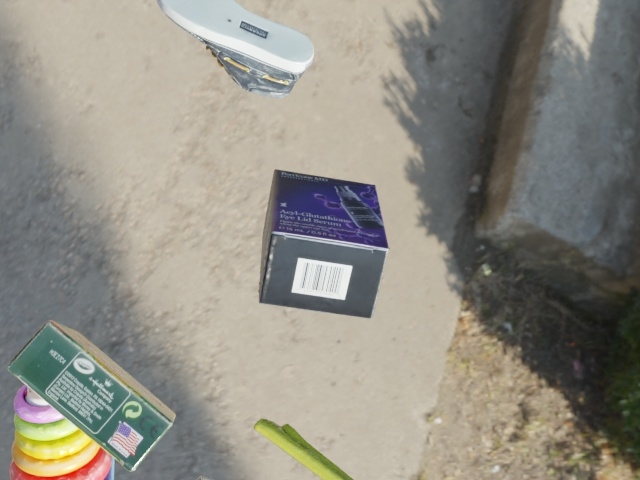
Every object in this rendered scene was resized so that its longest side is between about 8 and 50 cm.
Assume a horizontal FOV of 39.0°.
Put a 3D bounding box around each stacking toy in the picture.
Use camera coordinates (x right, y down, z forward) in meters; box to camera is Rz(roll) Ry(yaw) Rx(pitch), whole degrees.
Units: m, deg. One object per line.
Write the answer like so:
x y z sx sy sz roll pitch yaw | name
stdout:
-0.429 0.281 1.448 0.166 0.175 0.302 -5 119 -9 | stacking toy

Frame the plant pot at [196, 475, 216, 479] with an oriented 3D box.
-0.170 0.474 1.518 0.096 0.109 0.109 12 33 -33 | plant pot

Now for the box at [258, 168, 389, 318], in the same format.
0.000 0.000 1.211 0.153 0.108 0.207 8 27 -7 | box

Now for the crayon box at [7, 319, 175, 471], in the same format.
-0.300 0.210 1.240 0.202 0.318 0.081 40 78 -1 | crayon box

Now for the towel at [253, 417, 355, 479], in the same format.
0.056 0.207 0.677 0.237 0.102 0.021 33 78 15 | towel

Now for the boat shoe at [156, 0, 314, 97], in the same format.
-0.103 -0.219 1.008 0.183 0.083 0.065 25 58 -9 | boat shoe
